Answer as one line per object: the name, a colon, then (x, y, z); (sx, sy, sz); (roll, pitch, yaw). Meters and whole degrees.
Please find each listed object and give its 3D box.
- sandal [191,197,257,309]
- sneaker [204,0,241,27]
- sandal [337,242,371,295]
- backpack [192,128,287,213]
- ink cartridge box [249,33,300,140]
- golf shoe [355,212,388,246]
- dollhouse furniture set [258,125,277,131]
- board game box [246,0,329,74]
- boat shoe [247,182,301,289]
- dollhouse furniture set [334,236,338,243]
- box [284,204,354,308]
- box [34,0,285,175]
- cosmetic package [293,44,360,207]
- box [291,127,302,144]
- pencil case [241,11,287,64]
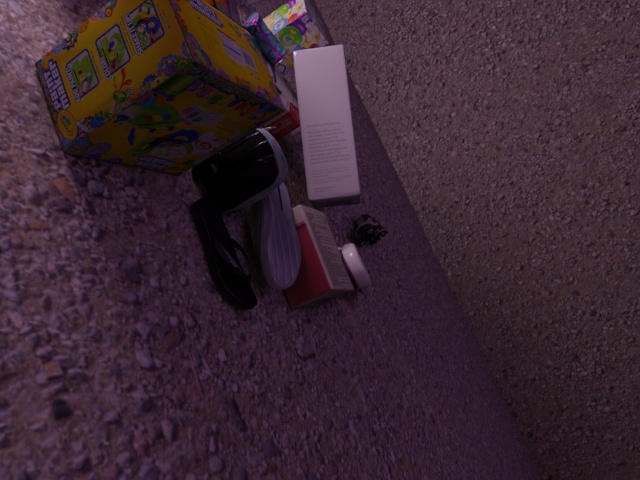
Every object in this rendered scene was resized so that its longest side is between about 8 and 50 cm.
sandal: (-0.193, 0.024, 1.061); (0.254, 0.055, 0.097); (65, 20, 5)
sneaker: (-0.314, -0.594, 1.386); (0.321, 0.180, 0.124); (19, 61, -86)
sandal: (0.076, 0.091, 1.535); (0.416, 0.102, 0.169); (69, -2, -78)
backpack: (-0.169, -0.162, 1.157); (0.165, 0.188, 0.144); (63, 20, 2)
ink cartridge box: (-0.183, -0.476, 1.613); (0.273, 0.114, 0.197); (47, 25, -34)
golf shoe: (0.171, -0.047, 1.999); (0.120, 0.105, 0.273); (51, 12, 13)
dollhouse furniture set: (-0.251, -0.375, 1.367); (0.262, 0.135, 0.259); (59, 9, -11)
board game box: (-0.131, -0.682, 1.760); (0.142, 0.275, 0.144); (42, 29, -44)
boat shoe: (-0.117, -0.013, 1.228); (0.109, 0.094, 0.302); (24, 48, -40)
dollhouse furniture set: (0.000, 0.000, 1.474); (0.151, 0.076, 0.058); (133, -66, -81)
box: (-0.032, 0.046, 1.320); (0.149, 0.127, 0.232); (13, 52, -64)
box: (-0.269, -0.268, 0.917); (0.177, 0.279, 0.290); (67, 20, 10)
cosmetic package: (0.024, -0.341, 1.618); (0.230, 0.162, 0.452); (43, 41, -85)
box: (-0.031, -0.425, 1.989); (0.063, 0.067, 0.324); (60, 21, -6)
pencil case: (-0.167, -0.608, 1.562); (0.151, 0.064, 0.070); (46, 9, -35)
